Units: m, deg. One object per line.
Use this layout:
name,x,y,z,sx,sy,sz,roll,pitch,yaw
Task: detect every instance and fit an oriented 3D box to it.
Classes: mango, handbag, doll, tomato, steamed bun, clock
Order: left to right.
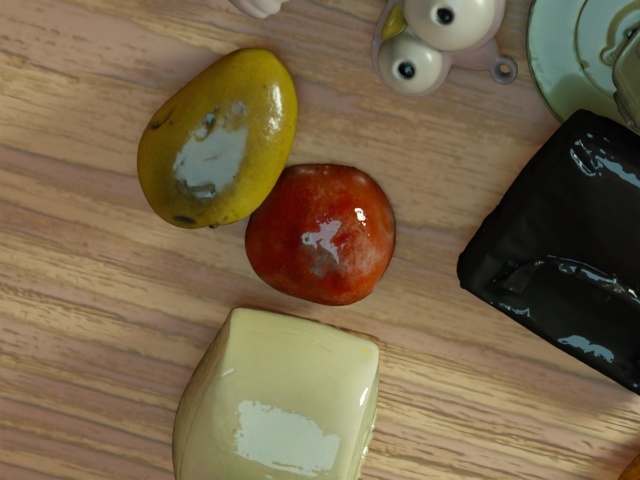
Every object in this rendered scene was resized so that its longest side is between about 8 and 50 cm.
mango,-0.098,-0.099,1.765,0.137,0.098,0.195,28,106,-1
steamed bun,-0.051,0.201,1.842,0.200,0.155,0.250,16,109,0
tomato,0.000,0.000,1.806,0.155,0.069,0.156,2,110,5
doll,0.027,-0.245,1.697,0.365,0.094,0.160,29,114,-4
handbag,0.296,0.019,1.762,0.275,0.088,0.244,29,125,-8
clock,0.311,-0.190,1.719,0.235,0.029,0.235,2,111,6

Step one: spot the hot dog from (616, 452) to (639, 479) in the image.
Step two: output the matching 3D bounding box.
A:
hot dog,0.406,0.245,1.810,0.256,0.153,0.150,-29,101,14

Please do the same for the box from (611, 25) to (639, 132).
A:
box,0.388,-0.181,1.626,0.135,0.163,0.243,30,110,-17
